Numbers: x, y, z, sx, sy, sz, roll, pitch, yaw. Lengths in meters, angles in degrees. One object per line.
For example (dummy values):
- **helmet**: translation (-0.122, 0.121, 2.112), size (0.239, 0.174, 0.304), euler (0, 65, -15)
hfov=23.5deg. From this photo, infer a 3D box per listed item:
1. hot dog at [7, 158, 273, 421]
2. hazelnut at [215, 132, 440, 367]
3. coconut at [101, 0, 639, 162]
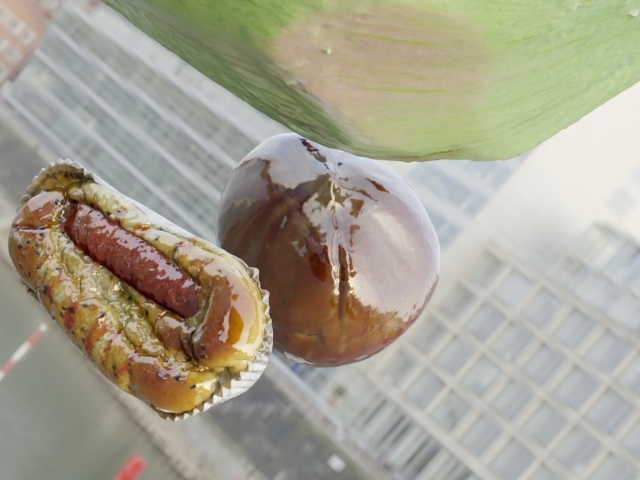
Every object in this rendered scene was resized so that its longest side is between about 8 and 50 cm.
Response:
- **hot dog**: translation (-0.137, 0.033, 1.118), size (0.253, 0.131, 0.069), euler (36, 6, 31)
- **hazelnut**: translation (0.000, 0.000, 1.480), size (0.229, 0.229, 0.229), euler (42, -3, 3)
- **coconut**: translation (0.055, -0.169, 0.634), size (0.329, 0.281, 0.328), euler (15, 18, -5)
